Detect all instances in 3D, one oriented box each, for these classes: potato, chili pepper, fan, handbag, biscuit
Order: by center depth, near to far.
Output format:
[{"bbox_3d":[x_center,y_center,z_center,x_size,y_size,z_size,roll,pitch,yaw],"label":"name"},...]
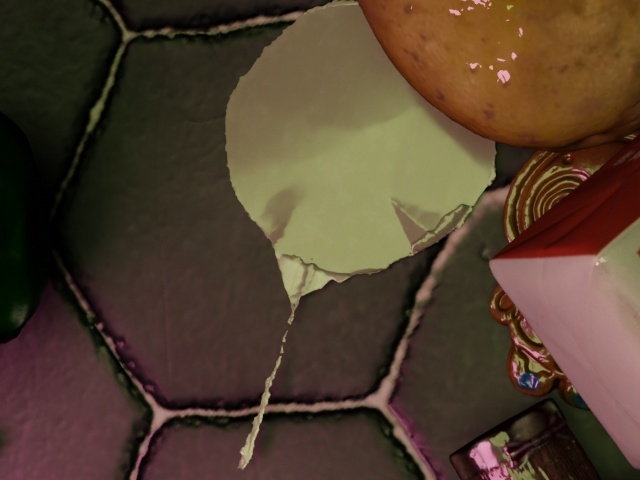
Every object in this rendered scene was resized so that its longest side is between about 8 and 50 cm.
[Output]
[{"bbox_3d":[0.261,-0.013,0.688,0.298,0.151,0.171,-38,97,-13],"label":"handbag"},{"bbox_3d":[0.117,-0.181,0.714,0.229,0.229,0.266,-12,100,12],"label":"potato"},{"bbox_3d":[0.166,0.015,0.769,0.124,0.026,0.175,14,91,13],"label":"biscuit"},{"bbox_3d":[-0.263,0.031,0.794,0.165,0.174,0.261,16,128,10],"label":"chili pepper"},{"bbox_3d":[0.000,0.000,0.813,0.182,0.010,0.310,20,89,13],"label":"fan"}]

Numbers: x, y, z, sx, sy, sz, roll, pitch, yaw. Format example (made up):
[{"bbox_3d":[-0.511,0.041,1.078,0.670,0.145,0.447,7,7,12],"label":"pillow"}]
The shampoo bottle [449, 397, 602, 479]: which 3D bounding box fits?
[{"bbox_3d":[0.186,0.247,0.725,0.129,0.084,0.323,-32,81,16],"label":"shampoo bottle"}]
